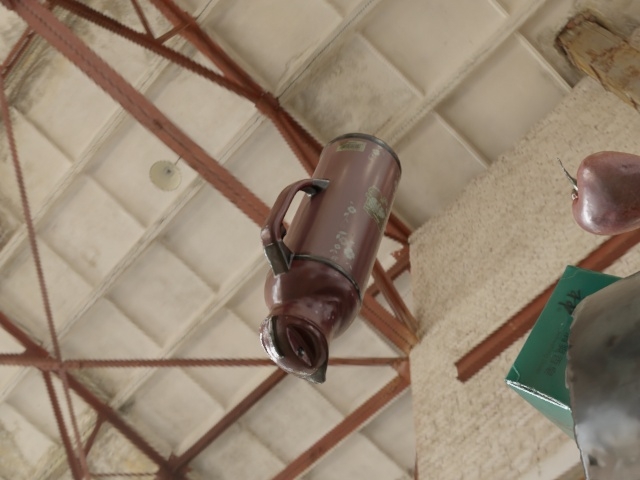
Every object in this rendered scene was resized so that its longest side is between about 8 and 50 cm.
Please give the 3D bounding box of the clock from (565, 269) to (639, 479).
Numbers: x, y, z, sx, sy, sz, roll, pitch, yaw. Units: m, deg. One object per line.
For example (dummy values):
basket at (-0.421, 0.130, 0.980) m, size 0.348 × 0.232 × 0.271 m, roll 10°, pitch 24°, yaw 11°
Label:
clock at (0.254, 0.162, 0.457) m, size 0.061 × 0.312 × 0.312 m, roll -29°, pitch -70°, yaw 33°

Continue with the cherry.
cherry at (0.358, -0.060, 0.895) m, size 0.126 × 0.087 × 0.106 m, roll -14°, pitch -58°, yaw 34°

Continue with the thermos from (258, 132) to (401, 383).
thermos at (0.008, 0.003, 0.843) m, size 0.109 × 0.330 × 0.136 m, roll 7°, pitch -47°, yaw 14°

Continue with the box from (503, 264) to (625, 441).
box at (0.329, 0.155, 0.813) m, size 0.245 × 0.092 × 0.153 m, roll 38°, pitch -102°, yaw -32°
